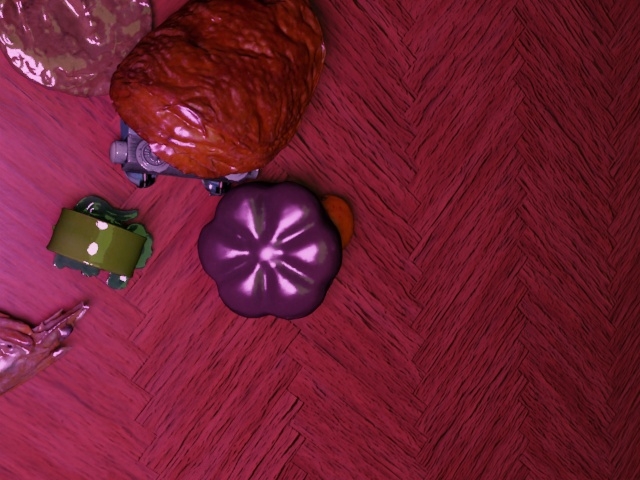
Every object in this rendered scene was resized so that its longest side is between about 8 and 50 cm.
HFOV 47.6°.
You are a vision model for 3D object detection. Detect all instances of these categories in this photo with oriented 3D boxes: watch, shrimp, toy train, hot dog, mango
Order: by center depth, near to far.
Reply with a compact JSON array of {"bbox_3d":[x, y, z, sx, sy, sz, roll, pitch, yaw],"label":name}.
[{"bbox_3d":[-0.499,0.151,1.067,0.317,0.077,0.168,-29,105,-19],"label":"shrimp"},{"bbox_3d":[-0.321,0.002,1.101,0.165,0.152,0.131,25,81,-26],"label":"watch"},{"bbox_3d":[-0.147,-0.246,1.106,0.267,0.174,0.387,34,53,-2],"label":"hot dog"},{"bbox_3d":[-0.215,-0.163,1.180,0.248,0.101,0.159,5,77,-29],"label":"toy train"},{"bbox_3d":[-0.004,-0.005,1.307,0.115,0.089,0.165,41,79,-35],"label":"mango"}]

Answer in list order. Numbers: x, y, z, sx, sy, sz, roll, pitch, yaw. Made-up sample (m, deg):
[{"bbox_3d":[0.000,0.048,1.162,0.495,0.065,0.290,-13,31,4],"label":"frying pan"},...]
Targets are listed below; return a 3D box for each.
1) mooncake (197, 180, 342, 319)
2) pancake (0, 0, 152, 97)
[{"bbox_3d":[-0.080,0.019,1.203,0.245,0.133,0.245,0,93,4],"label":"mooncake"},{"bbox_3d":[-0.366,-0.330,1.102,0.242,0.050,0.242,-8,109,-25],"label":"pancake"}]
